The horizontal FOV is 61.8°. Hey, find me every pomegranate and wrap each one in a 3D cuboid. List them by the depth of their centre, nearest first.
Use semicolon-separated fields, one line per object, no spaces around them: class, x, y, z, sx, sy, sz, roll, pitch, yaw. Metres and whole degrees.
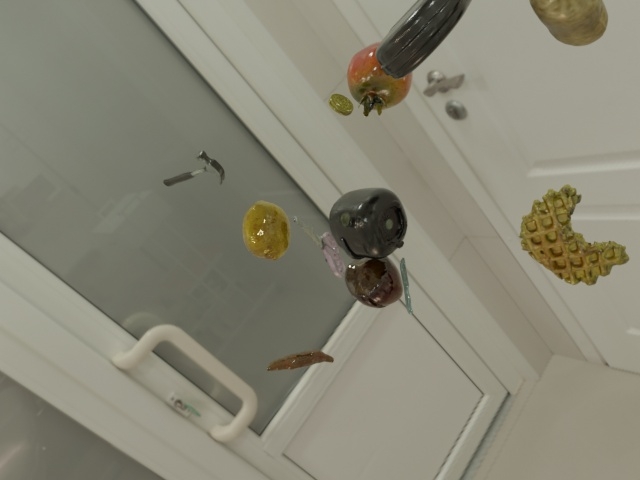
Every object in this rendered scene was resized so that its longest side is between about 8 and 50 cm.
pomegranate;0.192;-0.524;1.764;0.220;0.220;0.257;-8;57;51

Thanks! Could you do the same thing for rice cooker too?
rice cooker;0.182;-0.061;1.941;0.224;0.267;0.267;6;52;44

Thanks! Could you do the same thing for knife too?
knife;0.316;0.168;1.975;0.015;0.211;0.028;-8;-2;-29

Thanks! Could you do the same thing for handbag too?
handbag;0.242;-0.507;1.244;0.253;0.093;0.308;-37;17;47

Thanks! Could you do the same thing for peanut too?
peanut;0.548;-0.511;1.169;0.129;0.224;0.129;-20;62;44

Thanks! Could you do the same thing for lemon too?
lemon;-0.187;-0.033;1.846;0.170;0.169;0.208;-17;71;43

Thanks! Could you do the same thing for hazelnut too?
hazelnut;0.217;0.152;2.095;0.218;0.218;0.233;-47;52;-9

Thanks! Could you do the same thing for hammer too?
hammer;-0.345;-0.172;1.430;0.246;0.103;0.029;-11;47;45

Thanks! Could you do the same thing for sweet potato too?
sweet potato;-0.074;0.448;2.011;0.066;0.314;0.072;52;125;34

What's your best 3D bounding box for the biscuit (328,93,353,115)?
biscuit;0.065;-0.423;1.664;0.023;0.083;0.084;-54;13;41

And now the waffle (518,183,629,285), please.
waffle;0.461;-0.002;0.983;0.149;0.194;0.051;-53;-5;34

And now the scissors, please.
scissors;-0.001;0.000;1.102;0.021;0.212;0.111;-24;56;14
